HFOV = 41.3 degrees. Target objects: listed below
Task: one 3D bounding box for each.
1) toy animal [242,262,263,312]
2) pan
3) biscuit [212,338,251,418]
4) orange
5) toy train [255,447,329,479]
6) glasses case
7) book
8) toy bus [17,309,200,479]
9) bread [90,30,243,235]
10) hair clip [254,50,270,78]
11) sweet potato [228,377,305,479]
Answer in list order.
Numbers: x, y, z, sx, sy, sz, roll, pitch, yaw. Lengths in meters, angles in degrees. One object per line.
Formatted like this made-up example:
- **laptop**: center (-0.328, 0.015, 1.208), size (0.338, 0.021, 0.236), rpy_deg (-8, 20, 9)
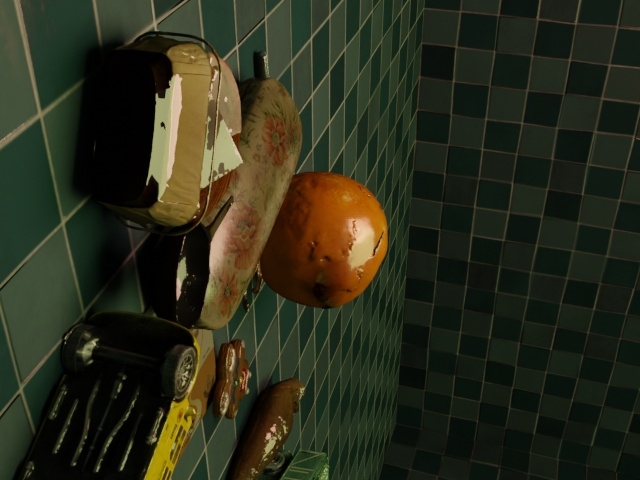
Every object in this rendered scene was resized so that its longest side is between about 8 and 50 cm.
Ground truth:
- **toy animal**: center (-0.126, 0.020, 1.314), size (0.069, 0.086, 0.220), rpy_deg (20, 47, -37)
- **pan**: center (-0.161, 0.029, 1.041), size (0.202, 0.048, 0.128), rpy_deg (-58, 155, -68)
- **biscuit**: center (-0.146, 0.239, 1.465), size (0.205, 0.031, 0.138), rpy_deg (70, 25, -77)
- **orange**: center (0.000, 0.000, 1.480), size (0.246, 0.246, 0.246), rpy_deg (10, 90, -76)
- **toy train**: center (-0.081, 0.511, 1.700), size (0.269, 0.154, 0.115), rpy_deg (-40, 140, -69)
- **glasses case**: center (-0.123, -0.064, 1.228), size (0.156, 0.098, 0.425), rpy_deg (63, 36, -43)
- **book**: center (-0.208, 0.185, 1.248), size (0.208, 0.020, 0.296), rpy_deg (-61, 156, -51)
- **toy bus**: center (-0.234, 0.248, 0.930), size (0.152, 0.144, 0.330), rpy_deg (74, 30, -59)
- **bread**: center (-0.164, -0.119, 0.964), size (0.212, 0.142, 0.224), rpy_deg (-7, 105, -72)
- **hair clip**: center (-0.080, -0.224, 1.441), size (0.229, 0.039, 0.070), rpy_deg (77, 28, -55)
- **sweet potato**: center (-0.102, 0.380, 1.667), size (0.112, 0.085, 0.286), rpy_deg (92, 16, -45)
